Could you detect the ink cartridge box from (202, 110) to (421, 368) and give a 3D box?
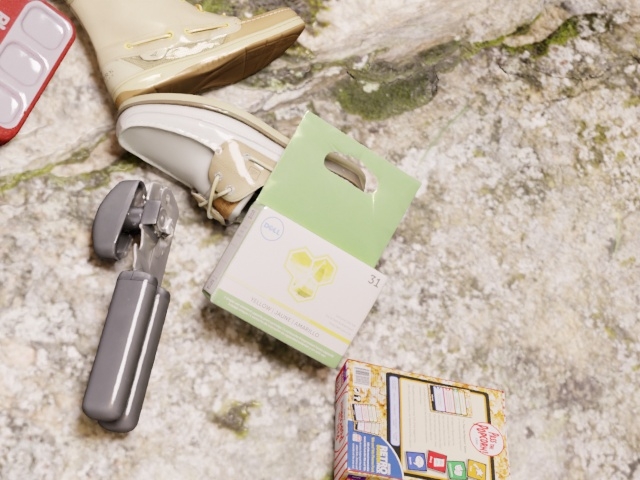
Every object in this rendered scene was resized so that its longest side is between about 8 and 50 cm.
[{"bbox_3d":[0.000,0.000,1.317,0.171,0.056,0.235,31,90,-20],"label":"ink cartridge box"}]

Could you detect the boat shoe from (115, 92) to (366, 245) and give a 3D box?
[{"bbox_3d":[-0.093,-0.075,1.355,0.302,0.113,0.103,18,59,-11],"label":"boat shoe"}]

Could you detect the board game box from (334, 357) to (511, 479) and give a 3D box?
[{"bbox_3d":[0.113,0.219,1.319,0.193,0.045,0.147,13,48,-12],"label":"board game box"}]

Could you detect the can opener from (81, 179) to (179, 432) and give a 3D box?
[{"bbox_3d":[-0.217,0.064,1.297,0.095,0.076,0.283,3,65,19],"label":"can opener"}]

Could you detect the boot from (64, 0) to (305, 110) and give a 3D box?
[{"bbox_3d":[-0.168,-0.279,1.426,0.262,0.095,0.203,-25,77,-22],"label":"boot"}]

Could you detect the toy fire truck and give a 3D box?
[{"bbox_3d":[-0.427,-0.184,1.278,0.254,0.169,0.302,35,62,-23],"label":"toy fire truck"}]
